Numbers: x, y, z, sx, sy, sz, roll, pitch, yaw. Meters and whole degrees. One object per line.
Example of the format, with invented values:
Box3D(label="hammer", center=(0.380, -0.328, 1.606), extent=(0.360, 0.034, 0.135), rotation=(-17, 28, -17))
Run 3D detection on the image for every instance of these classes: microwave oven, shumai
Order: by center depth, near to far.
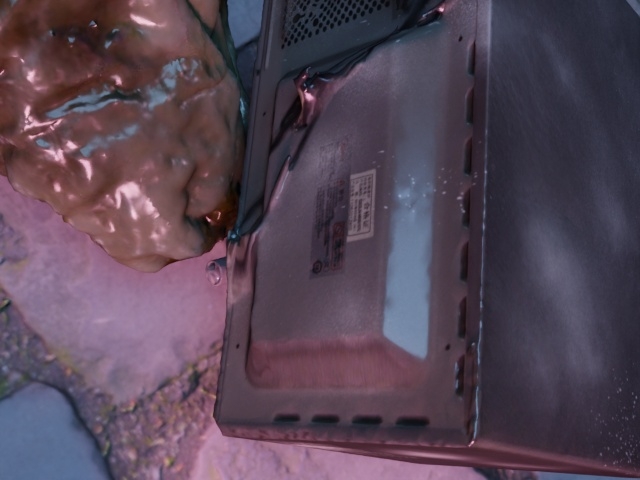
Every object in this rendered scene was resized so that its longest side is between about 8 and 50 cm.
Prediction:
Box3D(label="microwave oven", center=(0.113, -0.034, 0.692), extent=(0.374, 0.236, 0.432), rotation=(24, 65, -45))
Box3D(label="shumai", center=(-0.143, -0.109, 0.698), extent=(0.309, 0.304, 0.263), rotation=(-43, 102, -29))

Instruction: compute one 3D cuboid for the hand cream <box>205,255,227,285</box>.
Box3D(label="hand cream", center=(-0.002, 0.001, 0.824), extent=(0.257, 0.050, 0.084), rotation=(-21, 83, -32))
